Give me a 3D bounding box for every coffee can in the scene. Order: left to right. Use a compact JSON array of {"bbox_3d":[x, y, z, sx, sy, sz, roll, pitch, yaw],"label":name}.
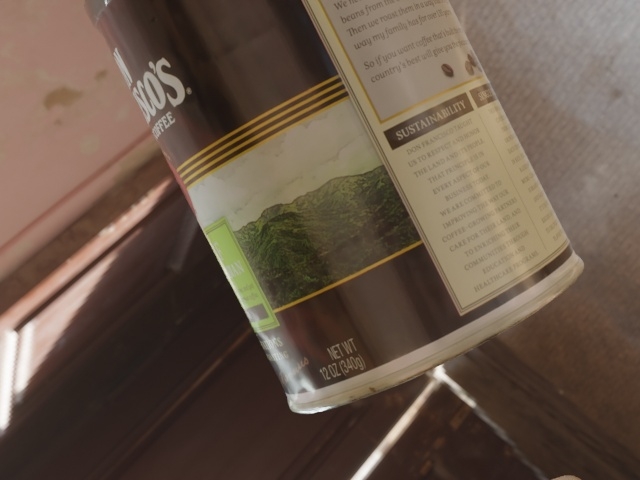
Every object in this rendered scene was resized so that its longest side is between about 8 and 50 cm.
[{"bbox_3d":[0.009,-0.063,0.678,0.201,0.201,0.275,-25,92,56],"label":"coffee can"}]

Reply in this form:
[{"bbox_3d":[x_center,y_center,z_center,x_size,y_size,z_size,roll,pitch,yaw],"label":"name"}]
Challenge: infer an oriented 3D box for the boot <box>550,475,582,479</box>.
[{"bbox_3d":[0.058,0.232,0.499,0.104,0.295,0.211,43,109,8],"label":"boot"}]
